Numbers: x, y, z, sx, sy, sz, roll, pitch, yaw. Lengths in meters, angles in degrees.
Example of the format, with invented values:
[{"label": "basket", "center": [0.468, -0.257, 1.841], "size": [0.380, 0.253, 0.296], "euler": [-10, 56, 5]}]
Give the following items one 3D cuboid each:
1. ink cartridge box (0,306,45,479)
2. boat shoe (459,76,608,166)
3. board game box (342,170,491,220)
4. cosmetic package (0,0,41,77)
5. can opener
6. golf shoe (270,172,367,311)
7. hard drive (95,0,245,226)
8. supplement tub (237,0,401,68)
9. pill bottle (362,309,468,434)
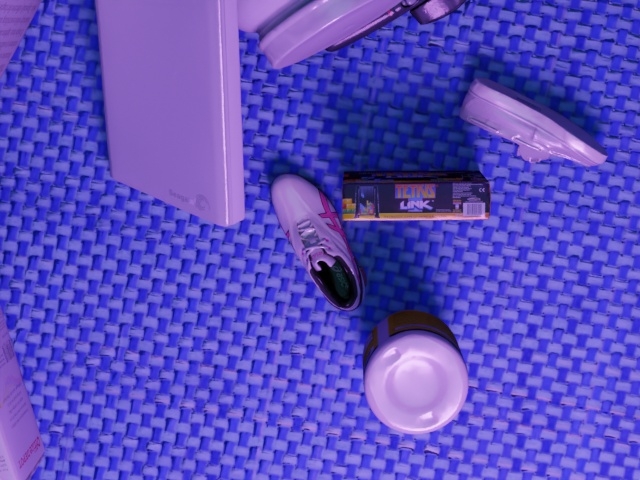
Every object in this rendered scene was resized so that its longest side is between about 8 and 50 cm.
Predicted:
[{"label": "ink cartridge box", "center": [-0.415, 0.192, 1.809], "size": [0.093, 0.154, 0.212], "euler": [-17, 98, 3]}, {"label": "boat shoe", "center": [0.253, -0.128, 1.804], "size": [0.184, 0.066, 0.063], "euler": [26, 111, -5]}, {"label": "board game box", "center": [0.110, -0.054, 1.774], "size": [0.170, 0.141, 0.048], "euler": [0, 99, 1]}, {"label": "cosmetic package", "center": [-0.456, -0.373, 1.644], "size": [0.327, 0.329, 0.393], "euler": [30, 97, -4]}, {"label": "can opener", "center": [0.084, -0.275, 1.785], "size": [0.186, 0.059, 0.073], "euler": [-26, 97, 4]}, {"label": "golf shoe", "center": [0.000, 0.000, 1.812], "size": [0.067, 0.086, 0.186], "euler": [-32, 95, 6]}, {"label": "hard drive", "center": [-0.172, -0.186, 1.703], "size": [0.203, 0.040, 0.307], "euler": [23, 126, 35]}, {"label": "supplement tub", "center": [-0.048, -0.374, 1.675], "size": [0.228, 0.228, 0.316], "euler": [-30, 90, 5]}, {"label": "pill bottle", "center": [0.109, 0.147, 1.768], "size": [0.119, 0.208, 0.119], "euler": [0, 98, 1]}]
